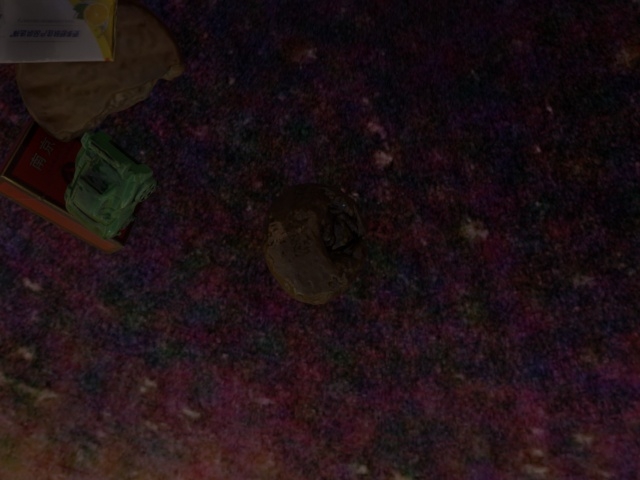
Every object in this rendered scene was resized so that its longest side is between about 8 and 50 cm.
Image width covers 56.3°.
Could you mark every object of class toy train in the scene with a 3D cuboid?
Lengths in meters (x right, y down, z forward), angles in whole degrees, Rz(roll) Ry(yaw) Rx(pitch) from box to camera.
[{"bbox_3d":[-0.260,-0.065,0.716,0.099,0.081,0.149,40,121,0],"label":"toy train"}]

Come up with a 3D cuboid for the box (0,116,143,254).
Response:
[{"bbox_3d":[-0.445,-0.100,1.087,0.074,0.153,0.240,-17,138,43],"label":"box"}]

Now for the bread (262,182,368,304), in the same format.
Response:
[{"bbox_3d":[0.000,0.000,1.097,0.123,0.230,0.230,-4,134,44],"label":"bread"}]

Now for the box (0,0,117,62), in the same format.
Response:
[{"bbox_3d":[-0.404,-0.302,0.732,0.265,0.168,0.097,-15,145,-34],"label":"box"}]

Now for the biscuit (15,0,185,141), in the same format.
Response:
[{"bbox_3d":[-0.382,-0.310,1.017,0.274,0.091,0.213,-27,119,-8],"label":"biscuit"}]
